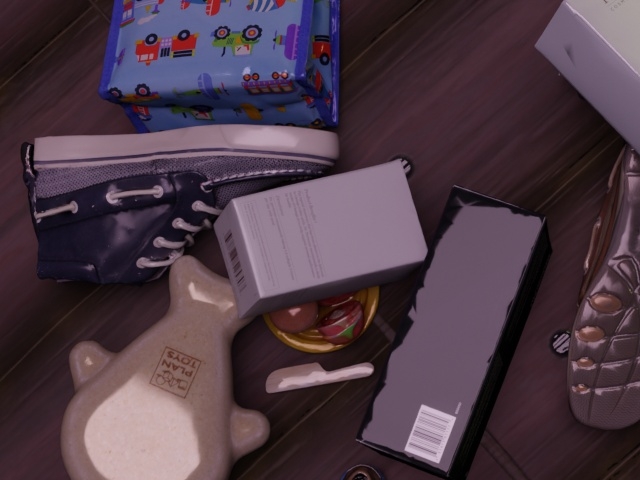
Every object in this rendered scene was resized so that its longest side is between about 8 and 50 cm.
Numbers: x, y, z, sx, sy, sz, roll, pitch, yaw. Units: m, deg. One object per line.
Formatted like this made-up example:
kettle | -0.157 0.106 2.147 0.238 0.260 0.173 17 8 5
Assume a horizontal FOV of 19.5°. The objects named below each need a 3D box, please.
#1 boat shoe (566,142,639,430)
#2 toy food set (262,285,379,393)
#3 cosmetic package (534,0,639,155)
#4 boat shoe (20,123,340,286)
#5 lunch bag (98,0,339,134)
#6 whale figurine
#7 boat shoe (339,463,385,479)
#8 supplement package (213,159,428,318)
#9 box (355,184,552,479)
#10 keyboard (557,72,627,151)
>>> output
boat shoe | 0.317 0.029 1.837 0.123 0.116 0.324 18 91 -3
toy food set | -0.006 0.042 1.908 0.128 0.071 0.218 -3 79 9
cosmetic package | 0.435 -0.201 1.784 0.377 0.097 0.284 -37 80 -26
boat shoe | -0.143 -0.032 1.931 0.340 0.127 0.158 -3 85 17
lunch bag | -0.097 -0.268 1.962 0.221 0.138 0.293 -3 70 15
whale figurine | -0.150 0.157 1.881 0.216 0.141 0.272 21 76 3
boat shoe | 0.024 0.312 1.854 0.066 0.066 0.183 5 80 10
supplement package | 0.000 0.000 1.834 0.179 0.105 0.105 -13 79 -17
box | 0.134 0.097 1.817 0.103 0.184 0.261 20 83 14
keyboard | 0.362 -0.227 1.920 0.201 0.033 0.317 14 81 5
